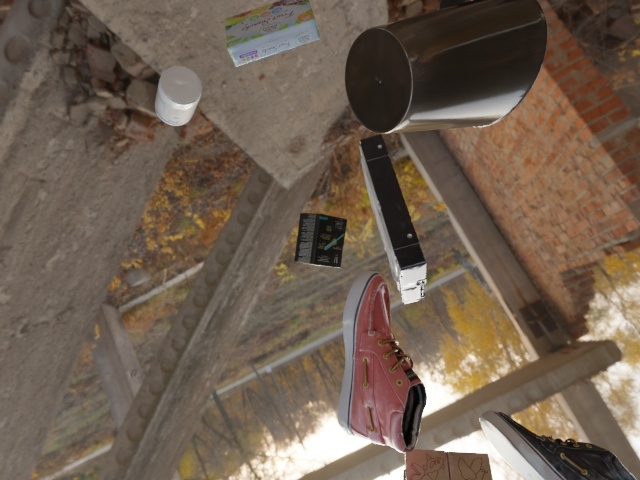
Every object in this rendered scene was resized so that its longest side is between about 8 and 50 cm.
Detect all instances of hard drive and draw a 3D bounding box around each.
[{"bbox_3d":[0.167,-0.045,1.083,0.064,0.338,0.237,-16,154,4],"label":"hard drive"}]

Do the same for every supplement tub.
[{"bbox_3d":[-0.250,-0.250,0.810,0.071,0.071,0.107,-20,-178,-25],"label":"supplement tub"}]

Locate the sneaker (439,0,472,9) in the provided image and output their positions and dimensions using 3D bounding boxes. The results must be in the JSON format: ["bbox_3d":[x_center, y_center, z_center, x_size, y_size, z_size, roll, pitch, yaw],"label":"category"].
[{"bbox_3d":[0.322,-0.517,0.876,0.145,0.270,0.090,6,-170,-27],"label":"sneaker"}]

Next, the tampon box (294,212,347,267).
[{"bbox_3d":[0.000,0.000,1.488,0.120,0.160,0.101,10,177,-41],"label":"tampon box"}]

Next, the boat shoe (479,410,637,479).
[{"bbox_3d":[0.292,0.267,0.573,0.083,0.183,0.065,-36,149,-20],"label":"boat shoe"}]

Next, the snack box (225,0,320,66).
[{"bbox_3d":[-0.079,-0.337,0.739,0.141,0.100,0.037,-17,142,5],"label":"snack box"}]

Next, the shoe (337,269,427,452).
[{"bbox_3d":[0.069,0.122,0.480,0.081,0.177,0.063,5,179,39],"label":"shoe"}]

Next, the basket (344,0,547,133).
[{"bbox_3d":[0.160,-0.229,0.629,0.227,0.154,0.204,-20,153,-31],"label":"basket"}]

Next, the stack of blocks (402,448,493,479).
[{"bbox_3d":[0.139,0.360,0.534,0.087,0.171,0.297,-1,127,8],"label":"stack of blocks"}]
